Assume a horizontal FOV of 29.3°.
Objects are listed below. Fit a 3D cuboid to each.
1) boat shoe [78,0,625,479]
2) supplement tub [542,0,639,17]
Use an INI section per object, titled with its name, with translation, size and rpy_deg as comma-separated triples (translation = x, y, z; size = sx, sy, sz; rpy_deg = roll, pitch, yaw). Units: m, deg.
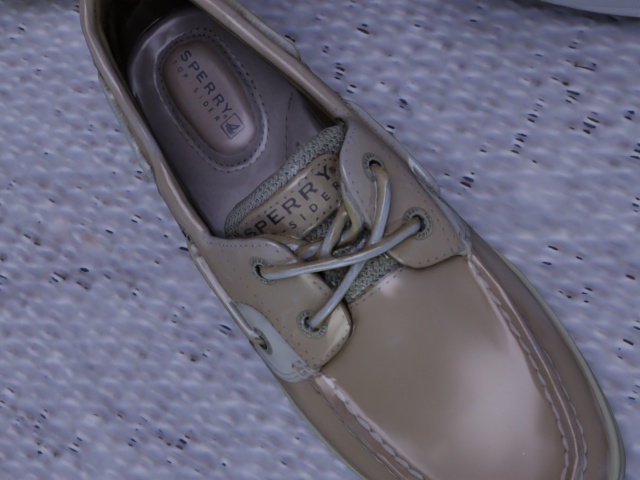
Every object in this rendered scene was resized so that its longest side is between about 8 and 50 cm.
[boat shoe]
translation = 0.000, 0.000, 0.493
size = 0.109, 0.098, 0.302
rpy_deg = -40, 68, 4
[supplement tub]
translation = 0.133, -0.242, 0.468
size = 0.191, 0.191, 0.272
rpy_deg = 10, 78, 20
